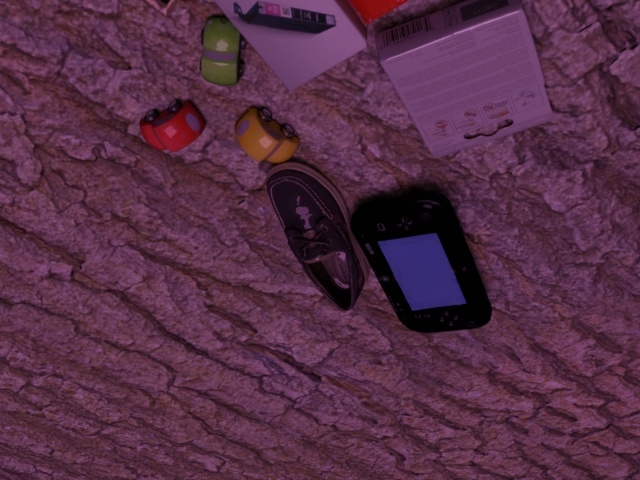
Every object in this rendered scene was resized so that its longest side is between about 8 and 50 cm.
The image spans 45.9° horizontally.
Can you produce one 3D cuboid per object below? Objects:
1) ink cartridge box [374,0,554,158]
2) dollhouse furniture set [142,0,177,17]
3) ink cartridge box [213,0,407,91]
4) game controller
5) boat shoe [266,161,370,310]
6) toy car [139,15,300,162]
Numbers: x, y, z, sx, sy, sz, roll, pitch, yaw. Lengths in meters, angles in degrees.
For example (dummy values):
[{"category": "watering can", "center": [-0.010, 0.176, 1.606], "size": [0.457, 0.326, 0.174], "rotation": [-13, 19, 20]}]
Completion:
[{"category": "ink cartridge box", "center": [0.201, -0.221, 1.028], "size": [0.189, 0.066, 0.232], "rotation": [-17, 151, 19]}, {"category": "dollhouse furniture set", "center": [-0.207, -0.455, 0.792], "size": [0.286, 0.198, 0.303], "rotation": [30, 105, -24]}, {"category": "ink cartridge box", "center": [-0.021, -0.345, 0.910], "size": [0.239, 0.060, 0.275], "rotation": [-25, 126, 27]}, {"category": "game controller", "center": [0.172, 0.045, 1.254], "size": [0.166, 0.067, 0.319], "rotation": [-15, 129, 18]}, {"category": "boat shoe", "center": [0.000, 0.000, 1.206], "size": [0.103, 0.092, 0.285], "rotation": [-14, 130, 19]}, {"category": "toy car", "center": [-0.143, -0.201, 1.056], "size": [0.239, 0.053, 0.225], "rotation": [7, 133, -2]}]
